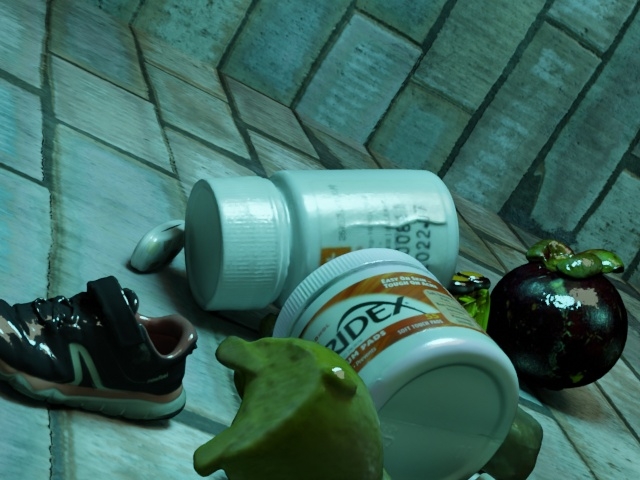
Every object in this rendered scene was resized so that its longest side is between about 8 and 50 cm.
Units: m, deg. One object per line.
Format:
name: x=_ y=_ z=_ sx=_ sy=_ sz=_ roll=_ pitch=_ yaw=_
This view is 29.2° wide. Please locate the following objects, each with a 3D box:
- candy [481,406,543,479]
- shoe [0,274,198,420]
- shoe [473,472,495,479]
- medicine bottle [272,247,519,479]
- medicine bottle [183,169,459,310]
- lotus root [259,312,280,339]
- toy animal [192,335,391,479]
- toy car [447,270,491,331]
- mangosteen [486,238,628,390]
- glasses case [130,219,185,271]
candy: x=0.219 y=0.264 z=1.822 sx=0.234 sy=0.102 sz=0.104 roll=29 pitch=15 yaw=-4
shoe: x=-0.253 y=0.105 z=1.340 sx=0.291 sy=0.137 sz=0.114 roll=20 pitch=18 yaw=-33
shoe: x=0.207 y=0.359 z=1.517 sx=0.110 sy=0.095 sz=0.265 roll=36 pitch=13 yaw=14
medicine bottle: x=0.093 y=0.173 z=1.574 sx=0.252 sy=0.252 sz=0.241 roll=21 pitch=17 yaw=-34
medicine bottle: x=0.000 y=0.000 z=1.816 sx=0.371 sy=0.211 sz=0.211 roll=-2 pitch=29 yaw=-23
lotus root: x=-0.055 y=0.141 z=1.774 sx=0.054 sy=0.049 sz=0.099 roll=-1 pitch=30 yaw=-26
toy animal: x=-0.005 y=0.263 z=1.306 sx=0.181 sy=0.180 sz=0.363 roll=-89 pitch=165 yaw=-50
toy car: x=0.184 y=0.144 z=2.012 sx=0.142 sy=0.200 sz=0.248 roll=13 pitch=7 yaw=23
mangosteen: x=0.448 y=0.141 z=2.316 sx=0.288 sy=0.288 sz=0.288 roll=29 pitch=15 yaw=-9
glasses case: x=-0.236 y=0.006 z=1.825 sx=0.041 sy=0.063 sz=0.164 roll=34 pitch=15 yaw=8
